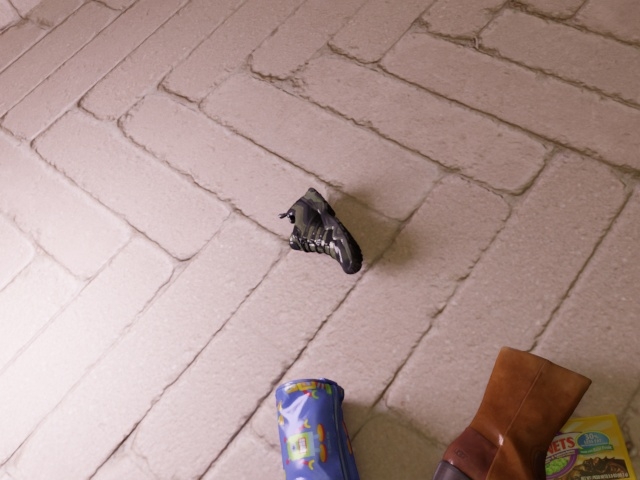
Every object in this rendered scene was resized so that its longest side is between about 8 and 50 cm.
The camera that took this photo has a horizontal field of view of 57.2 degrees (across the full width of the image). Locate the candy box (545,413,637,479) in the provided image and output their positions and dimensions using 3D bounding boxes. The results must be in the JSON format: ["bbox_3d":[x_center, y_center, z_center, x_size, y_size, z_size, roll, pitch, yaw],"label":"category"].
[{"bbox_3d":[0.366,0.335,0.913,0.206,0.027,0.105,-10,54,8],"label":"candy box"}]

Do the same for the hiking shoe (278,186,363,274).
[{"bbox_3d":[0.000,0.000,1.185,0.114,0.086,0.227,-37,51,6],"label":"hiking shoe"}]

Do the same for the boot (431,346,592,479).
[{"bbox_3d":[0.338,0.324,0.877,0.264,0.096,0.280,22,59,34],"label":"boot"}]

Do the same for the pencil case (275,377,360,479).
[{"bbox_3d":[0.005,0.368,0.922,0.133,0.119,0.306,-32,52,29],"label":"pencil case"}]
